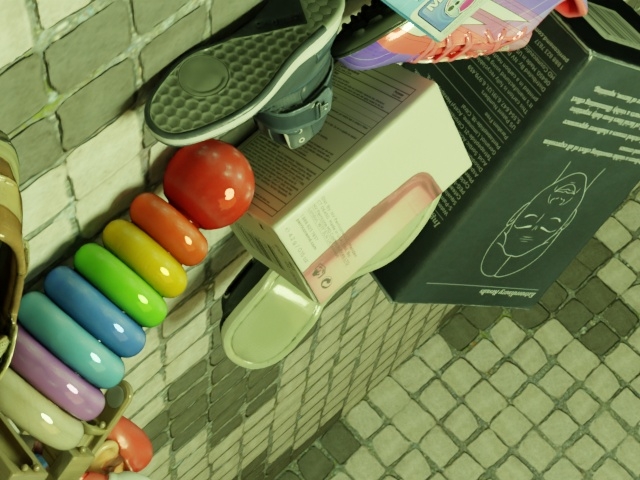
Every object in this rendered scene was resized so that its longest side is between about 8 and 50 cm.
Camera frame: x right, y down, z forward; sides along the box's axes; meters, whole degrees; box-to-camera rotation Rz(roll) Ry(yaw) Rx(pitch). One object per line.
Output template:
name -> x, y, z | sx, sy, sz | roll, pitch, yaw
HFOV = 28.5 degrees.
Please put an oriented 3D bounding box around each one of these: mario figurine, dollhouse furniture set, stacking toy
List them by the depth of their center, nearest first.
stacking toy -> -0.189, 0.035, 1.212 | 0.330, 0.141, 0.141 | -50, 165, -9
dollhouse furniture set -> -0.277, 0.165, 1.293 | 0.123, 0.144, 0.151 | -54, 149, 12
mario figurine -> -0.315, 0.309, 1.434 | 0.320, 0.198, 0.170 | -23, 140, -45

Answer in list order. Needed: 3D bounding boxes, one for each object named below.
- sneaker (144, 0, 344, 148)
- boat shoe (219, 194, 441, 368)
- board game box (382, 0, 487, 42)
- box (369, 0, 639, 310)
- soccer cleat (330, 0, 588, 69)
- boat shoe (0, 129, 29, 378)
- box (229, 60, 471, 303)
sneaker -> -0.067, -0.124, 1.166 | 0.226, 0.086, 0.163 | -39, 161, -26
boat shoe -> 0.003, 0.003, 1.506 | 0.127, 0.113, 0.340 | 32, 105, -30
board game box -> 0.122, -0.322, 0.953 | 0.308, 0.086, 0.302 | -40, 154, 17
box -> 0.239, -0.122, 1.587 | 0.293, 0.212, 0.395 | 6, 129, -46
soccer cleat -> 0.153, -0.229, 1.282 | 0.318, 0.116, 0.108 | -31, -162, -26
boat shoe -> -0.287, 0.060, 0.943 | 0.122, 0.120, 0.324 | -8, 142, -28
box -> 0.018, -0.072, 1.332 | 0.232, 0.148, 0.127 | -41, 131, -13
